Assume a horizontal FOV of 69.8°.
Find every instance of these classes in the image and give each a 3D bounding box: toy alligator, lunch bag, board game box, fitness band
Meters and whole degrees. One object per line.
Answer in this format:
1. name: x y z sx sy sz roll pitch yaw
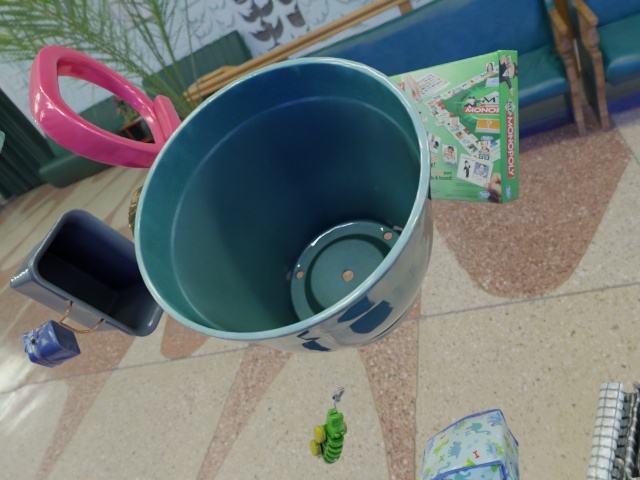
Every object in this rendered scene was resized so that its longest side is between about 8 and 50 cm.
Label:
1. toy alligator: 0.024 0.339 0.805 0.056 0.189 0.051 -6 36 -29
2. lunch bag: -0.512 0.198 0.863 0.065 0.098 0.067 -29 67 -10
3. board game box: 0.181 -0.179 0.780 0.046 0.213 0.317 -15 16 -32
4. lunch bag: 0.230 0.354 0.727 0.151 0.096 0.129 -24 6 25
5. fitness band: -0.320 -0.199 0.694 0.054 0.209 0.290 -55 45 23

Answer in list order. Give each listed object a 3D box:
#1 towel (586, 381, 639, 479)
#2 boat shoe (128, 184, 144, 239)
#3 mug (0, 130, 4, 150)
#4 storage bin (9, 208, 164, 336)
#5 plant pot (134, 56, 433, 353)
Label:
1. towel: 0.540 0.405 0.779 0.122 0.283 0.235 2 46 38
2. boat shoe: -0.238 -0.010 0.660 0.056 0.049 0.152 -15 66 5
3. mug: -0.432 -0.090 0.503 0.158 0.097 0.129 29 90 48
4. storage bin: -0.240 0.049 0.469 0.091 0.135 0.098 -17 45 34
5. plant pot: 0.000 0.000 0.493 0.272 0.255 0.271 -10 63 19
